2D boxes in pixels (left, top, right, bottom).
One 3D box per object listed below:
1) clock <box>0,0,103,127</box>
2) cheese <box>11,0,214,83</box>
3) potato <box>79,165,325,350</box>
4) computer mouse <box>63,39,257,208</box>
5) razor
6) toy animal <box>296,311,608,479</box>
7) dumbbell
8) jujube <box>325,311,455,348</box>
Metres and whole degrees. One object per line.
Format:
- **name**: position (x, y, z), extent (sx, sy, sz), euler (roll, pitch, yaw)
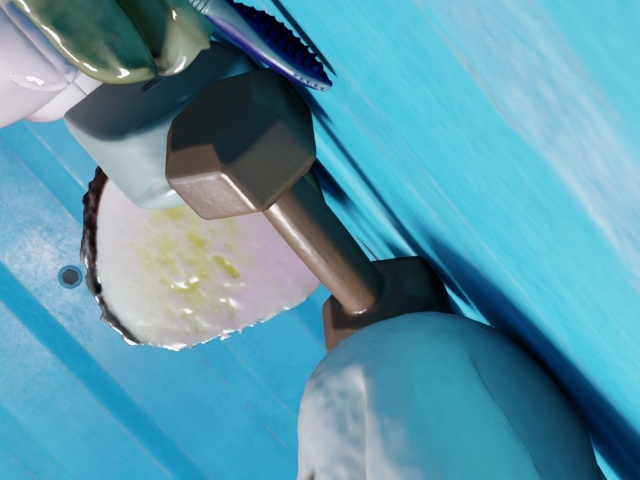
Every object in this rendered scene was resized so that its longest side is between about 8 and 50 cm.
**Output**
- **clock**: position (-0.310, -0.227, 0.824), extent (0.368, 0.250, 0.377), euler (49, 179, -24)
- **cheese**: position (-0.134, -0.162, 0.529), extent (0.202, 0.091, 0.175), euler (48, 179, -26)
- **potato**: position (-0.093, -0.032, 0.993), extent (0.229, 0.229, 0.266), euler (49, -166, -11)
- **computer mouse**: position (-0.102, -0.083, 0.769), extent (0.079, 0.128, 0.231), euler (62, 169, -27)
- **razor**: position (-0.052, -0.117, 0.451), extent (0.155, 0.028, 0.044), euler (50, 178, -13)
- **toy animal**: position (0.094, 0.161, 0.602), extent (0.265, 0.206, 0.271), euler (61, -159, 12)
- **dumbbell**: position (0.000, 0.000, 0.665), extent (0.231, 0.082, 0.092), euler (49, -158, -35)
- **jujube**: position (0.055, 0.076, 0.833), extent (0.104, 0.104, 0.166), euler (49, 179, -6)
